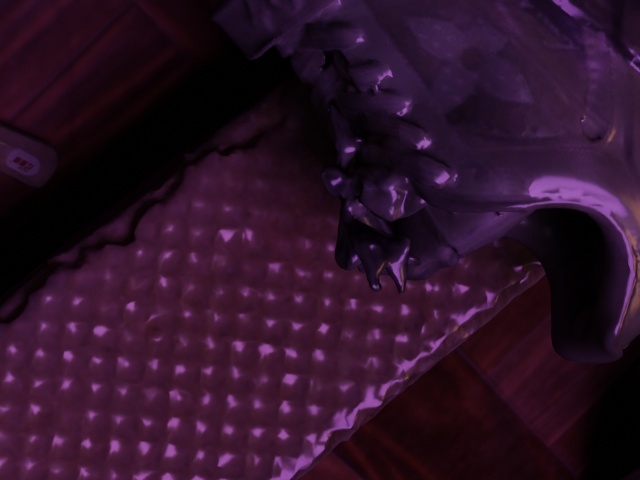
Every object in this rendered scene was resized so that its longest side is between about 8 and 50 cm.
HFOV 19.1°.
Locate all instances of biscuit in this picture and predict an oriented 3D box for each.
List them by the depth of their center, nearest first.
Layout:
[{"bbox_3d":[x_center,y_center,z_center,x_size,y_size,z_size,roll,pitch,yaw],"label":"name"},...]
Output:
[{"bbox_3d":[0.000,0.000,0.787,0.426,0.078,0.144,-38,93,-12],"label":"biscuit"}]

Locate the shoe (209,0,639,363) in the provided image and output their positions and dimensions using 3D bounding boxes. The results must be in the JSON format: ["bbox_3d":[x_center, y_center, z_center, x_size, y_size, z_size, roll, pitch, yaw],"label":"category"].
[{"bbox_3d":[0.028,-0.059,0.698,0.293,0.109,0.149,30,75,-11],"label":"shoe"}]

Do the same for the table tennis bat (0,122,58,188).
[{"bbox_3d":[-0.164,-0.055,0.730,0.156,0.013,0.087,25,102,-41],"label":"table tennis bat"}]

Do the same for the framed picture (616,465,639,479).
[{"bbox_3d":[0.256,0.101,1.076,0.203,0.015,0.150,-21,166,-20],"label":"framed picture"}]
